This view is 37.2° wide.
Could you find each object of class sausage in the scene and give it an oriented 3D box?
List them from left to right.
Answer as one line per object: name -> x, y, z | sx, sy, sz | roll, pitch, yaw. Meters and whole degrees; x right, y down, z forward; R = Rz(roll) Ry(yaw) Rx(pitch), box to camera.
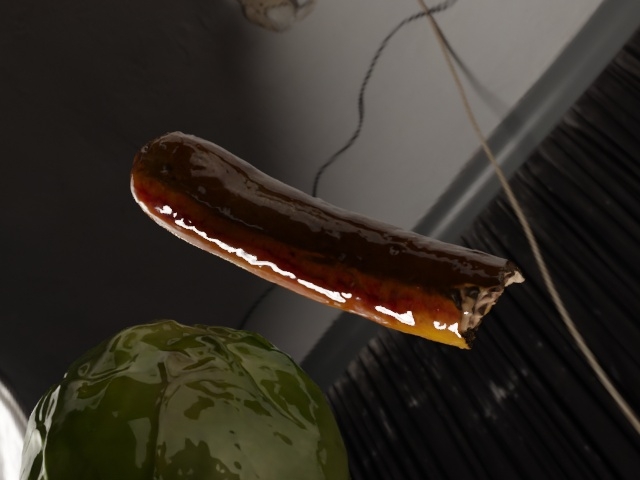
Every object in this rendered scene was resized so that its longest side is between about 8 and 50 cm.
sausage -> -0.001, 0.002, 0.715 | 0.103, 0.302, 0.076 | 89, 24, -66

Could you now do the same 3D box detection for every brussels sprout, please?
brussels sprout -> -0.083, 0.150, 0.603 | 0.223, 0.223, 0.161 | -19, 151, -11
